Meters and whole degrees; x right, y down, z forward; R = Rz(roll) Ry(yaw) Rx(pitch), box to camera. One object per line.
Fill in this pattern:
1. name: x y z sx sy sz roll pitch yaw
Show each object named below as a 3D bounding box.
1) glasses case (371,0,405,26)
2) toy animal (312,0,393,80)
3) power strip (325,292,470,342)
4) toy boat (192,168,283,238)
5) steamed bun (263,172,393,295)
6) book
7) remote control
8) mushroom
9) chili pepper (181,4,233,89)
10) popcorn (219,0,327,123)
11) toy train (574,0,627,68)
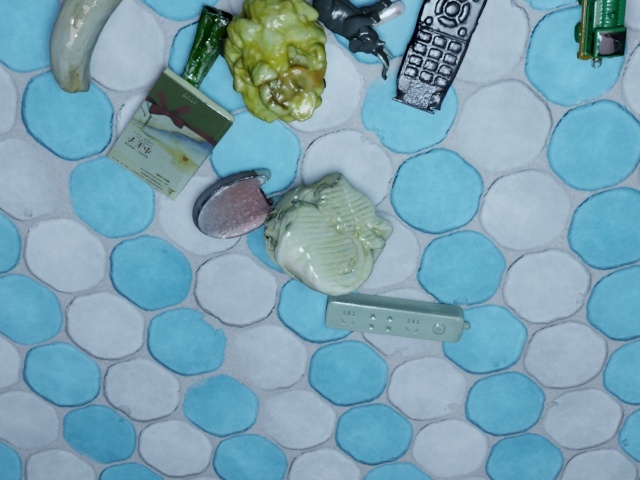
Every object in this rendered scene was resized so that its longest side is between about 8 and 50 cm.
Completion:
1. glasses case: 0.147 -0.502 1.640 0.083 0.021 0.032 -22 111 13
2. toy animal: 0.090 -0.471 1.608 0.269 0.082 0.137 41 146 -18
3. power strip: 0.205 0.204 1.957 0.385 0.062 0.091 7 119 0
4. toy boat: -0.210 -0.092 1.835 0.227 0.085 0.155 -26 121 2
5. steamed bun: 0.000 0.000 1.783 0.280 0.207 0.268 44 66 -12
6. book: -0.357 -0.246 1.762 0.201 0.026 0.289 34 122 -14
7. remote control: 0.280 -0.479 1.622 0.144 0.062 0.399 17 114 -7
8. mushroom: -0.515 -0.488 1.640 0.122 0.095 0.351 18 118 -26
9. chili pepper: -0.262 -0.413 1.683 0.088 0.059 0.227 21 117 -12
10. popcorn: -0.087 -0.389 1.602 0.215 0.252 0.286 -28 129 -29
11. toy train: 0.601 -0.472 1.571 0.091 0.136 0.228 -3 118 4
